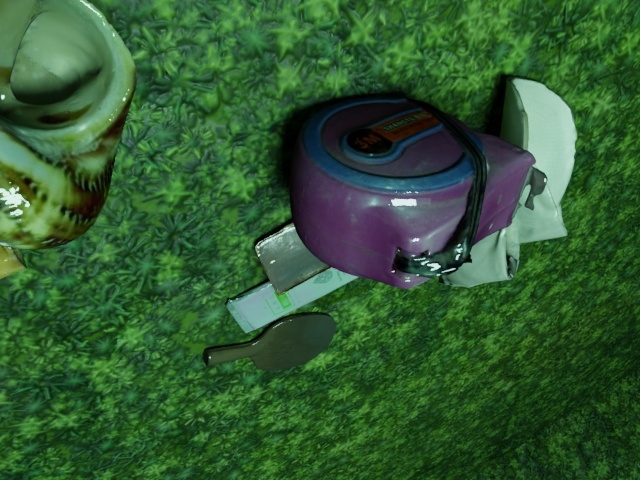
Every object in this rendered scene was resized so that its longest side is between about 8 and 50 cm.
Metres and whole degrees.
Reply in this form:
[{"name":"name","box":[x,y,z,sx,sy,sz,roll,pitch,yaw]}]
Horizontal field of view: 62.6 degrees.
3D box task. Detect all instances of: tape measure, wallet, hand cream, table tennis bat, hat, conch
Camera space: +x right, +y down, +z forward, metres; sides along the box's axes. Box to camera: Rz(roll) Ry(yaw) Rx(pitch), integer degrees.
[{"name":"tape measure","box":[0.088,-0.054,0.592,0.231,0.245,0.149,-30,142,-31]},{"name":"wallet","box":[0.000,0.000,0.733,0.176,0.026,0.095,-28,118,-7]},{"name":"hand cream","box":[-0.005,0.055,0.788,0.275,0.050,0.079,-27,110,-4]},{"name":"table tennis bat","box":[-0.076,0.171,0.859,0.234,0.022,0.131,-3,130,-34]},{"name":"hat","box":[0.255,-0.083,0.773,0.257,0.167,0.302,-20,116,-49]},{"name":"conch","box":[-0.240,-0.086,0.416,0.181,0.124,0.187,-48,131,-43]}]

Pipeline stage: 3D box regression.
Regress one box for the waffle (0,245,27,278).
[{"name":"waffle","box":[-0.387,-0.047,0.426,0.167,0.057,0.274,-24,137,-12]}]
